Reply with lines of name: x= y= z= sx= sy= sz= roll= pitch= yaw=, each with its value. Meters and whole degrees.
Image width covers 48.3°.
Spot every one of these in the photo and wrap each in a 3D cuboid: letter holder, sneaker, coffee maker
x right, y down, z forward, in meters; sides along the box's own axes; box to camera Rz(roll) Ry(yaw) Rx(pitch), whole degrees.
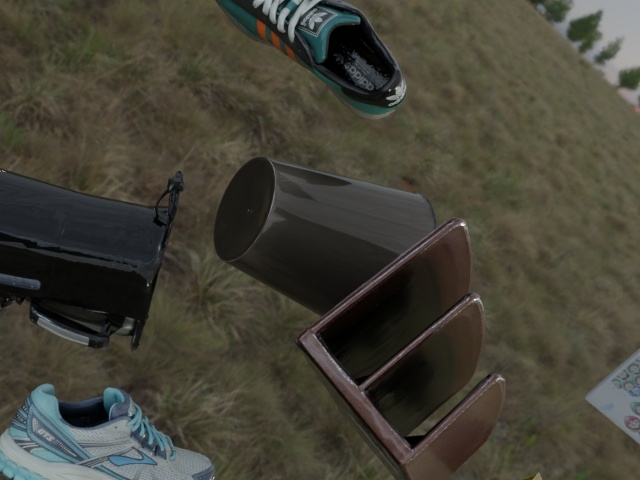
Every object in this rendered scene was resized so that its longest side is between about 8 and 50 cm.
letter holder: x=0.128 y=0.139 z=0.768 sx=0.152 sy=0.214 sz=0.302 roll=47 pitch=-10 yaw=26
sneaker: x=-0.245 y=0.255 z=0.890 sx=0.283 sy=0.122 sz=0.110 roll=22 pitch=2 yaw=-34
sneaker: x=-0.013 y=-0.269 z=0.871 sx=0.302 sy=0.108 sz=0.121 roll=37 pitch=-2 yaw=-1
coffee maker: x=-0.225 y=-0.005 z=0.619 sx=0.178 sy=0.171 sz=0.120 roll=15 pitch=11 yaw=-14

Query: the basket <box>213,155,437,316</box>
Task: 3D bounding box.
basket: x=0.000 y=0.000 z=0.858 sx=0.227 sy=0.204 sz=0.154 roll=21 pitch=2 yaw=-33

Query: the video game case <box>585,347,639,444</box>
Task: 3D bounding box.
video game case: x=0.500 y=0.241 z=1.065 sx=0.143 sy=0.157 sz=0.019 roll=40 pitch=43 yaw=14

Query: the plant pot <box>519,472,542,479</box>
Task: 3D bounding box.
plant pot: x=0.329 y=0.436 z=1.147 sx=0.081 sy=0.081 sz=0.083 roll=-2 pitch=61 yaw=-60
